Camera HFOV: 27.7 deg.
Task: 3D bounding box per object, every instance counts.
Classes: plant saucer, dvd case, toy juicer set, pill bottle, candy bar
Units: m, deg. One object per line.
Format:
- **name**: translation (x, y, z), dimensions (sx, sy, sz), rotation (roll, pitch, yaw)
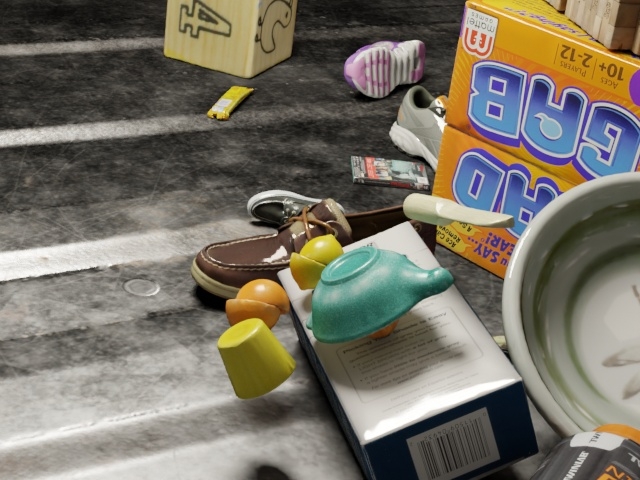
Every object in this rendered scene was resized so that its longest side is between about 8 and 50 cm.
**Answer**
- **plant saucer**: translation (0.393, 0.112, 1.475), dimensions (0.401, 0.100, 0.400), rotation (4, 61, -6)
- **dvd case**: translation (0.109, -0.107, 2.055), dimensions (0.119, 0.013, 0.087), rotation (4, 26, -5)
- **toy juicer set**: translation (0.046, 0.047, 1.376), dimensions (0.329, 0.089, 0.209), rotation (-28, 18, 3)
- **pill bottle**: translation (0.246, 0.261, 1.205), dimensions (0.130, 0.130, 0.246), rotation (19, 28, 22)
- **candy bar**: translation (-0.156, -0.242, 2.249), dimensions (0.040, 0.018, 0.161), rotation (9, 26, 10)

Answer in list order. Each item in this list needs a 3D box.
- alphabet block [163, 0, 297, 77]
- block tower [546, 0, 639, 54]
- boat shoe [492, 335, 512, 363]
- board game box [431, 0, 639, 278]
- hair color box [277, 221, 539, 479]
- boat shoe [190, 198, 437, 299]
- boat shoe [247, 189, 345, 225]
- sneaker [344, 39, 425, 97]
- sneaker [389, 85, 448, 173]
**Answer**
- **alphabet block**: translation (-0.166, -0.440, 2.449), dimensions (0.193, 0.197, 0.192), rotation (18, 28, 20)
- **block tower**: translation (0.359, -0.340, 1.697), dimensions (0.091, 0.097, 0.335), rotation (0, 26, -17)
- **boat shoe**: translation (0.181, 0.143, 1.514), dimensions (0.152, 0.056, 0.049), rotation (-9, 26, -32)
- **board game box**: translation (0.415, -0.131, 1.797), dimensions (0.356, 0.356, 0.356), rotation (-16, 35, -40)
- **hair color box**: translation (0.084, 0.125, 1.407), dimensions (0.174, 0.105, 0.347), rotation (-21, 32, -5)
- **boat shoe**: translation (0.000, 0.000, 1.677), dimensions (0.342, 0.123, 0.123), rotation (-3, 28, -21)
- **boat shoe**: translation (-0.032, -0.039, 1.836), dimensions (0.142, 0.049, 0.040), rotation (5, 26, -11)
- **sneaker**: translation (0.100, -0.327, 2.425), dimensions (0.105, 0.095, 0.236), rotation (15, 21, 29)
- **sneaker**: translation (0.214, -0.166, 2.101), dimensions (0.100, 0.108, 0.271), rotation (-11, 33, -38)
